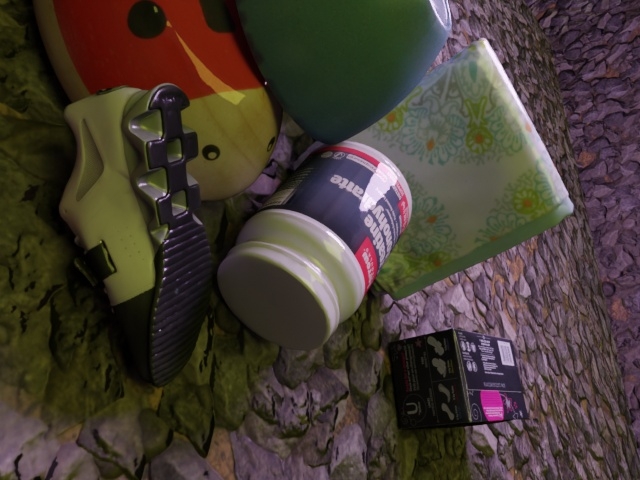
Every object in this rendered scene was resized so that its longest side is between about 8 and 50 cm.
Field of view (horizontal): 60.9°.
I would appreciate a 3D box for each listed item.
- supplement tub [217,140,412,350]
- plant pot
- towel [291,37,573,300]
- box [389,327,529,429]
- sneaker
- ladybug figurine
[{"bbox_3d":[0.000,0.000,0.775,0.191,0.191,0.272,53,47,-19],"label":"supplement tub"},{"bbox_3d":[0.054,-0.295,0.707,0.290,0.195,0.290,36,46,-49],"label":"plant pot"},{"bbox_3d":[0.181,-0.095,0.918,0.320,0.374,0.090,56,20,-15],"label":"towel"},{"bbox_3d":[0.260,0.263,1.021,0.247,0.142,0.163,18,59,-47],"label":"box"},{"bbox_3d":[-0.212,-0.001,0.609,0.122,0.146,0.330,-32,123,-70],"label":"sneaker"},{"bbox_3d":[-0.184,-0.275,0.693,0.305,0.162,0.449,-25,90,-43],"label":"ladybug figurine"}]
